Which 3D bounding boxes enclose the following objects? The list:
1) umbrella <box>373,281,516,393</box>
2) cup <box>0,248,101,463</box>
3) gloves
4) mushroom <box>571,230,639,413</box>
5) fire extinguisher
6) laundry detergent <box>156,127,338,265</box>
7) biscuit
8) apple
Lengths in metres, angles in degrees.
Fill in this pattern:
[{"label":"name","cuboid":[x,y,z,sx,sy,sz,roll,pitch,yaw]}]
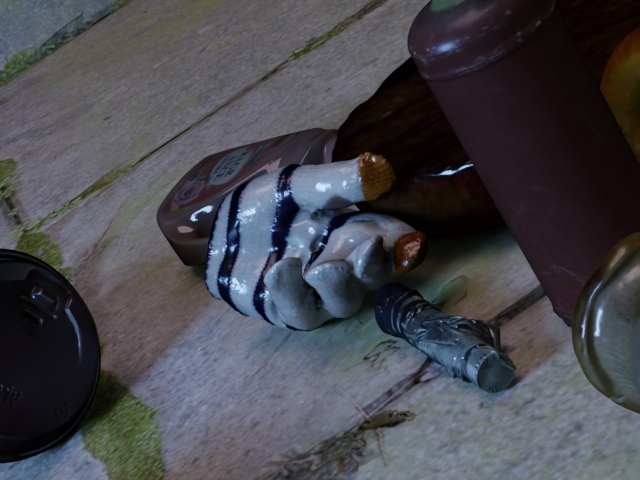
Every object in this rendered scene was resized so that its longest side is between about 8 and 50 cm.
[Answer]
[{"label":"umbrella","cuboid":[0.092,0.068,1.279,0.050,0.046,0.188,-54,23,-2]},{"label":"cup","cuboid":[-0.341,0.120,1.608,0.280,0.196,0.196,-18,23,52]},{"label":"gloves","cuboid":[0.004,0.012,1.429,0.219,0.131,0.140,9,57,36]},{"label":"mushroom","cuboid":[0.248,0.096,0.869,0.154,0.137,0.407,-46,19,-3]},{"label":"fire extinguisher","cuboid":[0.129,-0.101,1.198,0.106,0.337,0.147,-37,20,-18]},{"label":"laundry detergent","cuboid":[-0.054,-0.041,1.708,0.237,0.076,0.171,-11,30,40]},{"label":"biscuit","cuboid":[0.204,-0.135,1.531,0.407,0.091,0.407,-27,19,10]},{"label":"apple","cuboid":[0.276,-0.096,1.263,0.146,0.146,0.146,-28,21,11]}]
